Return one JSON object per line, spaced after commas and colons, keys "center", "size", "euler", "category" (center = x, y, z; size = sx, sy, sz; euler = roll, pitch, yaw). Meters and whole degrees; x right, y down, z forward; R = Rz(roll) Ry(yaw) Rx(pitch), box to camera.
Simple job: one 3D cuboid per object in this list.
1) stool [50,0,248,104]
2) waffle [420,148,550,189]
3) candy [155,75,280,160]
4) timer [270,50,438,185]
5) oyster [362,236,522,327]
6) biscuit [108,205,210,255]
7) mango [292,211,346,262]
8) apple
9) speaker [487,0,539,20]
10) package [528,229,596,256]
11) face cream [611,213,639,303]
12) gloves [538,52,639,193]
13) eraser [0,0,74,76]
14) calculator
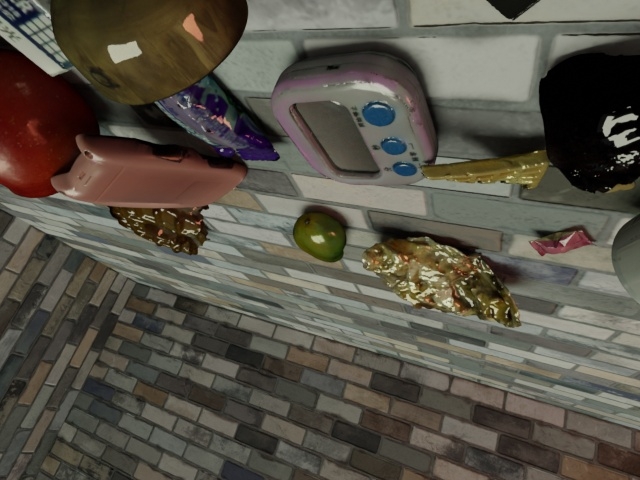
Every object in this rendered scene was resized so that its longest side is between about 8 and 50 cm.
{"center": [-0.194, -0.264, 0.324], "size": [0.179, 0.179, 0.264], "euler": [11, 157, 24], "category": "stool"}
{"center": [0.209, -0.082, 0.546], "size": [0.153, 0.023, 0.097], "euler": [-6, 166, 12], "category": "waffle"}
{"center": [-0.186, -0.200, 0.638], "size": [0.145, 0.070, 0.275], "euler": [12, 164, 38], "category": "candy"}
{"center": [0.048, -0.149, 0.547], "size": [0.191, 0.069, 0.208], "euler": [6, 156, 30], "category": "timer"}
{"center": [0.244, 0.088, 0.900], "size": [0.352, 0.114, 0.238], "euler": [25, 159, -14], "category": "oyster"}
{"center": [-0.431, -0.070, 1.132], "size": [0.269, 0.115, 0.366], "euler": [22, 158, -8], "category": "biscuit"}
{"center": [-0.003, -0.002, 0.946], "size": [0.122, 0.085, 0.191], "euler": [15, 158, 4], "category": "mango"}
{"center": [-0.543, -0.202, 0.760], "size": [0.261, 0.216, 0.260], "euler": [19, 163, 6], "category": "apple"}
{"center": [0.179, -0.233, 0.246], "size": [0.082, 0.044, 0.218], "euler": [28, 158, -21], "category": "speaker"}
{"center": [0.388, 0.004, 0.679], "size": [0.059, 0.029, 0.083], "euler": [30, 149, -34], "category": "package"}
{"center": [0.439, -0.033, 0.367], "size": [0.146, 0.145, 0.369], "euler": [17, 160, 8], "category": "face cream"}
{"center": [0.289, -0.091, 0.417], "size": [0.129, 0.106, 0.181], "euler": [-4, 145, 45], "category": "gloves"}
{"center": [-0.382, -0.327, 0.471], "size": [0.131, 0.086, 0.287], "euler": [5, 155, 32], "category": "eraser"}
{"center": [-0.294, -0.112, 0.789], "size": [0.330, 0.048, 0.220], "euler": [0, 160, -45], "category": "calculator"}
